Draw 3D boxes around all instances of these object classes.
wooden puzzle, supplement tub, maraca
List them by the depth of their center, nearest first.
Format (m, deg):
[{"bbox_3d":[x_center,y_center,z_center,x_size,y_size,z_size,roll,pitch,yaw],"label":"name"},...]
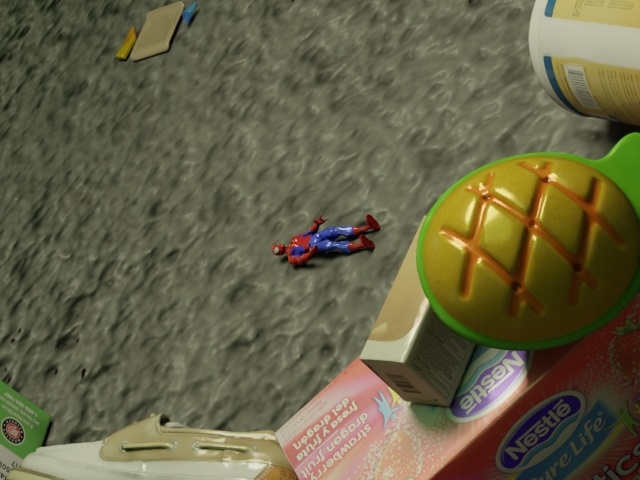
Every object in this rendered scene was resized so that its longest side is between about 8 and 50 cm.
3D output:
[{"bbox_3d":[0.151,0.000,0.956,0.186,0.099,0.127,-17,73,1],"label":"maraca"},{"bbox_3d":[0.278,-0.156,1.193,0.200,0.144,0.144,19,70,52],"label":"supplement tub"},{"bbox_3d":[-0.200,-0.256,1.888,0.116,0.014,0.078,-4,58,44],"label":"wooden puzzle"}]

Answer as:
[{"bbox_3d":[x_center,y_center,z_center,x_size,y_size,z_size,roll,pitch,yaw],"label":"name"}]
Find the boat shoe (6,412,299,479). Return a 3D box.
[{"bbox_3d":[-0.134,0.206,1.302,0.302,0.113,0.103,5,57,35],"label":"boat shoe"}]

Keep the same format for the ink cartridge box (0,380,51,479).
[{"bbox_3d":[-0.391,0.245,1.434,0.117,0.201,0.278,-19,44,33],"label":"ink cartridge box"}]

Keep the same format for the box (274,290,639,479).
[{"bbox_3d":[0.138,0.111,1.070,0.300,0.154,0.142,-42,36,4],"label":"box"}]

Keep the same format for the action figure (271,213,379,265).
[{"bbox_3d":[0.000,0.000,1.426,0.115,0.030,0.038,-15,51,39],"label":"action figure"}]

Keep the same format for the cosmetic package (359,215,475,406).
[{"bbox_3d":[0.077,0.046,1.016,0.041,0.060,0.115,1,56,44],"label":"cosmetic package"}]
